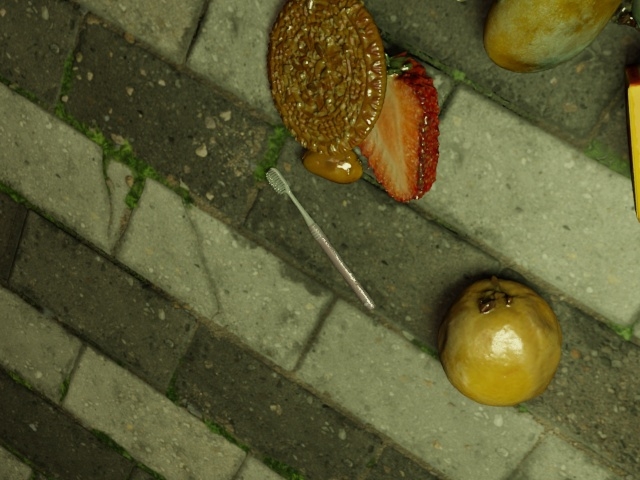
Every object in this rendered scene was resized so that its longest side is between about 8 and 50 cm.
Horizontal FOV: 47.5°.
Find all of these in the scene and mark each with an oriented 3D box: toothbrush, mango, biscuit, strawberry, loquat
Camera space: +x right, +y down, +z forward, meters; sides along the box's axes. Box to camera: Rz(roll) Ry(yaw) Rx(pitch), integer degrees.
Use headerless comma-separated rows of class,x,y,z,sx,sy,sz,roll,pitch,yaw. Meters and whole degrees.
toothbrush,0.000,0.000,1.471,0.024,0.029,0.354,-33,95,41
mango,0.361,-0.356,1.071,0.316,0.192,0.146,-36,73,64
mango,0.020,-0.147,1.391,0.127,0.063,0.077,15,122,17
biscuit,-0.001,-0.298,1.290,0.305,0.038,0.305,21,119,44
strawberry,0.140,-0.216,1.286,0.188,0.106,0.286,-6,105,48
loquat,0.323,0.187,1.320,0.238,0.193,0.238,8,120,13

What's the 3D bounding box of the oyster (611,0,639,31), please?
oyster,0.549,-0.393,1.079,0.259,0.092,0.198,24,112,16

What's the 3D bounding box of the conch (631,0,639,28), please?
conch,0.535,-0.358,0.977,0.188,0.122,0.176,23,120,29

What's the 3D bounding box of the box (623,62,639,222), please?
box,0.593,-0.168,1.044,0.283,0.259,0.214,-4,108,22
